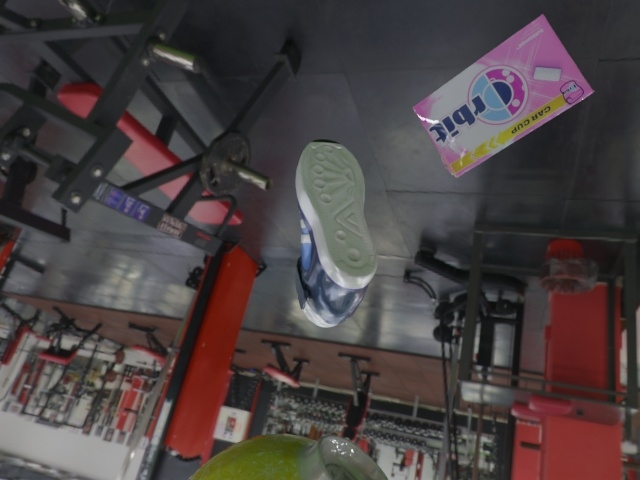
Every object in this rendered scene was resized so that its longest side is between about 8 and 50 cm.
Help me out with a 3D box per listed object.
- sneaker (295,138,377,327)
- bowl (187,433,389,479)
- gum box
[{"bbox_3d":[0.001,0.000,0.958,0.130,0.322,0.236,1,145,-19],"label":"sneaker"},{"bbox_3d":[-0.003,0.321,0.585,0.289,0.156,0.289,37,-171,-7],"label":"bowl"},{"bbox_3d":[0.218,-0.171,0.641,0.188,0.107,0.062,-33,179,25],"label":"gum box"}]
